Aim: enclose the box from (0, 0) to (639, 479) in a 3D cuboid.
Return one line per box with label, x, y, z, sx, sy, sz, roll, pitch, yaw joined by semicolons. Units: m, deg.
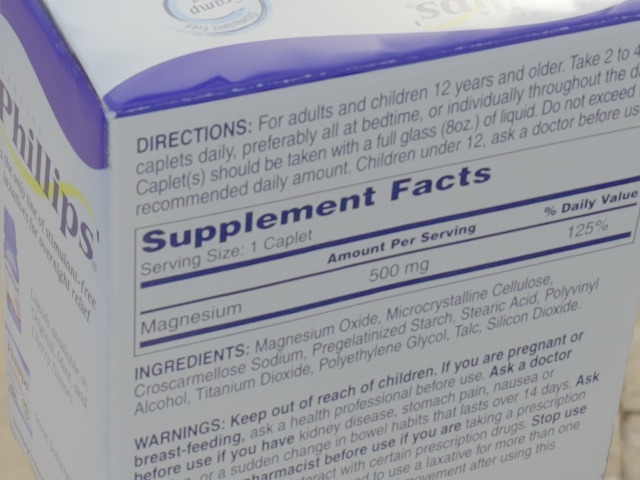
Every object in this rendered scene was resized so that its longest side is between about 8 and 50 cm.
box;0.000;0.000;0.426;0.126;0.137;0.072;-12;40;-22
